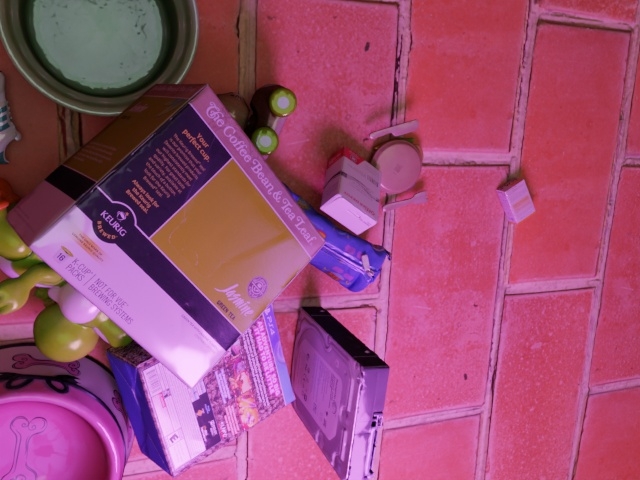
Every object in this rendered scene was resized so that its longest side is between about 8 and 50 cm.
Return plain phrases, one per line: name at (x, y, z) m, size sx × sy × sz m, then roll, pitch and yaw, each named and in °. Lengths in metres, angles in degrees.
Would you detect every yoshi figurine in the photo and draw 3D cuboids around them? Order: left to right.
yoshi figurine at (-0.486, 0.075, 1.023) m, size 0.362 × 0.203 × 0.203 m, roll 49°, pitch 43°, yaw -15°

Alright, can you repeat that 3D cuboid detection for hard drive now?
hard drive at (0.023, 0.295, 1.208) m, size 0.064 × 0.339 × 0.236 m, roll 2°, pitch 102°, yaw -23°

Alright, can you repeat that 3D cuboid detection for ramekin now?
ramekin at (-0.367, -0.363, 0.999) m, size 0.304 × 0.148 × 0.303 m, roll -5°, pitch 104°, yaw -21°

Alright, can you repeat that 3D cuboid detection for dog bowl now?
dog bowl at (-0.552, 0.407, 1.110) m, size 0.408 × 0.150 × 0.407 m, roll -5°, pitch 104°, yaw -20°

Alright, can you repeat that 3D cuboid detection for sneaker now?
sneaker at (-0.549, -0.206, 1.023) m, size 0.075 × 0.057 × 0.161 m, roll 12°, pitch 97°, yaw -41°

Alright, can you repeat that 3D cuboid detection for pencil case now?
pencil case at (0.000, 0.000, 1.242) m, size 0.306 × 0.133 × 0.119 m, roll 32°, pitch 90°, yaw -24°

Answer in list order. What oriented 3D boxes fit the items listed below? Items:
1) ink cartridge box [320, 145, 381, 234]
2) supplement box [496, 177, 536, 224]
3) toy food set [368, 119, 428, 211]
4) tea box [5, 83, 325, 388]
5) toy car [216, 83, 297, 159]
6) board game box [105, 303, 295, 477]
ink cartridge box at (0.065, -0.103, 1.234) m, size 0.109 × 0.063 × 0.150 m, roll 34°, pitch 44°, yaw -25°
supplement box at (0.479, -0.096, 1.462) m, size 0.062 × 0.036 × 0.098 m, roll -33°, pitch 112°, yaw -12°
toy food set at (0.169, -0.166, 1.328) m, size 0.133 × 0.038 × 0.191 m, roll -16°, pitch 113°, yaw -10°
tea box at (-0.229, -0.017, 0.935) m, size 0.323 × 0.220 × 0.329 m, roll -46°, pitch 123°, yaw -16°
toy car at (-0.157, -0.248, 1.120) m, size 0.189 × 0.155 × 0.148 m, roll 24°, pitch 93°, yaw -12°
board game box at (-0.222, 0.261, 1.159) m, size 0.291 × 0.141 × 0.231 m, roll -24°, pitch 110°, yaw -37°
